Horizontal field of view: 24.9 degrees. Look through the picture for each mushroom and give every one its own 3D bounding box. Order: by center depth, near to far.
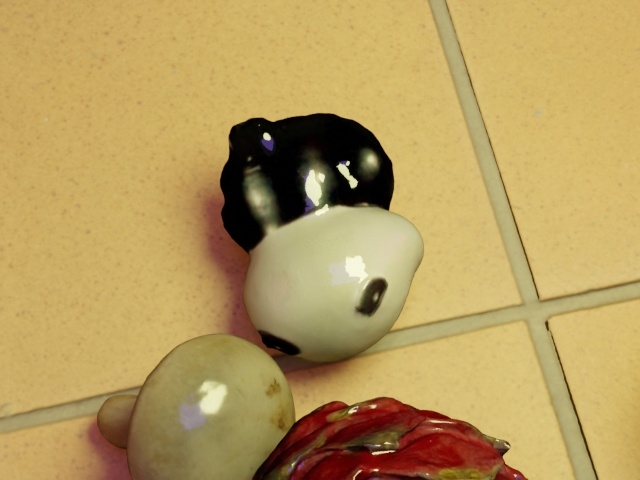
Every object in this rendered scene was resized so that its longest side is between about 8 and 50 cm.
[{"bbox_3d":[-0.140,0.199,1.543,0.215,0.207,0.207,3,61,36],"label":"mushroom"}]

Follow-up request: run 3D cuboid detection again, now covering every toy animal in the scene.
[{"bbox_3d":[0.005,0.003,1.616,0.212,0.212,0.267,-14,72,-8],"label":"toy animal"}]

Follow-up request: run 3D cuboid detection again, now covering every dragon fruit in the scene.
[{"bbox_3d":[0.072,0.308,1.424,0.329,0.329,0.329,1,67,-2],"label":"dragon fruit"}]
